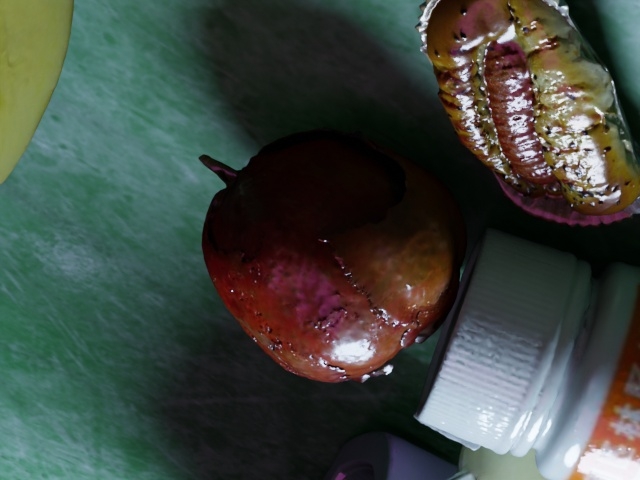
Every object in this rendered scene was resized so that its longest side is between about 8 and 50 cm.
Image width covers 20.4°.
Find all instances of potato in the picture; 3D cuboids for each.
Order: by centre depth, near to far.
[{"bbox_3d":[-0.246,-0.127,1.000,0.158,0.178,0.203,25,157,21],"label":"potato"}]

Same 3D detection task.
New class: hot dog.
[{"bbox_3d":[0.117,-0.077,0.972,0.099,0.053,0.192,-9,134,26],"label":"hot dog"}]

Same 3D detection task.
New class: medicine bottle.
[{"bbox_3d":[0.193,0.090,1.058,0.252,0.144,0.144,21,140,5],"label":"medicine bottle"}]

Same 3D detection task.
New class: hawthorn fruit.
[{"bbox_3d":[0.000,0.000,1.045,0.172,0.148,0.148,39,138,-2],"label":"hawthorn fruit"}]

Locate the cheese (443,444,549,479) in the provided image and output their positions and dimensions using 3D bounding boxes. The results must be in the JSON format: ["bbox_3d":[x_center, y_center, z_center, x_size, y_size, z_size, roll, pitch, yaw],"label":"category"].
[{"bbox_3d":[0.112,0.164,1.133,0.050,0.235,0.127,-24,90,58],"label":"cheese"}]

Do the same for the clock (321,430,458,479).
[{"bbox_3d":[0.013,0.300,1.229,0.102,0.338,0.338,26,140,-9],"label":"clock"}]
